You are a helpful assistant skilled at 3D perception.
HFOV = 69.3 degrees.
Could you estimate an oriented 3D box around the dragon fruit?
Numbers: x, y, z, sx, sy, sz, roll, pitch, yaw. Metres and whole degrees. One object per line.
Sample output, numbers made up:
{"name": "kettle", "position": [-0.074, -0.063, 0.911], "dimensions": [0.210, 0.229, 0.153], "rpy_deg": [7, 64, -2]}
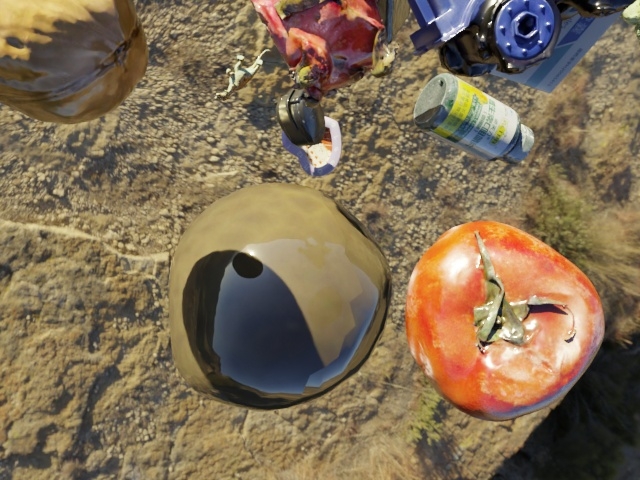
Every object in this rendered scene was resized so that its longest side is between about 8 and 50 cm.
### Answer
{"name": "dragon fruit", "position": [-0.017, -0.284, 0.595], "dimensions": [0.147, 0.282, 0.211], "rpy_deg": [-21, 146, -1]}

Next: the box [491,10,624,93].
{"name": "box", "position": [0.420, -0.426, 0.778], "dimensions": [0.200, 0.065, 0.343], "rpy_deg": [10, 142, -17]}

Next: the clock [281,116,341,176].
{"name": "clock", "position": [-0.012, -0.303, 1.414], "dimensions": [0.172, 0.064, 0.198], "rpy_deg": [-41, 96, 8]}

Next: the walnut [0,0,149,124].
{"name": "walnut", "position": [-0.231, -0.169, 0.377], "dimensions": [0.180, 0.144, 0.144], "rpy_deg": [23, 96, 7]}

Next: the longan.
{"name": "longan", "position": [-0.078, 0.079, 0.759], "dimensions": [0.404, 0.404, 0.336], "rpy_deg": [-37, 126, -12]}

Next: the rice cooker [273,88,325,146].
{"name": "rice cooker", "position": [-0.052, -0.330, 1.252], "dimensions": [0.165, 0.106, 0.112], "rpy_deg": [51, 50, -37]}

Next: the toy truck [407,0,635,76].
{"name": "toy truck", "position": [0.186, -0.272, 0.463], "dimensions": [0.213, 0.161, 0.177], "rpy_deg": [-33, 105, 5]}

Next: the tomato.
{"name": "tomato", "position": [0.164, 0.075, 0.454], "dimensions": [0.187, 0.151, 0.187], "rpy_deg": [-1, 84, 6]}

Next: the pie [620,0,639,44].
{"name": "pie", "position": [0.685, -0.420, 0.808], "dimensions": [0.257, 0.274, 0.105], "rpy_deg": [-24, 158, 21]}

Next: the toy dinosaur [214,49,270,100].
{"name": "toy dinosaur", "position": [-0.240, -0.525, 1.490], "dimensions": [0.057, 0.142, 0.212], "rpy_deg": [47, 49, 11]}

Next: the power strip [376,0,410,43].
{"name": "power strip", "position": [0.121, -0.487, 0.839], "dimensions": [0.105, 0.070, 0.257], "rpy_deg": [-57, 159, -21]}

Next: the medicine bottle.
{"name": "medicine bottle", "position": [0.380, -0.282, 1.126], "dimensions": [0.293, 0.141, 0.141], "rpy_deg": [19, 97, -23]}
